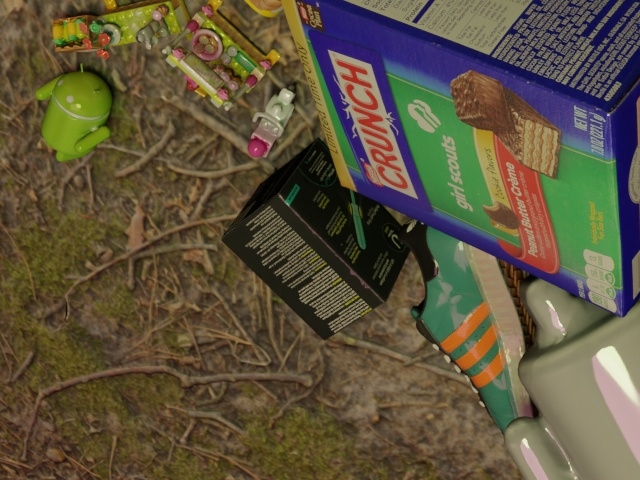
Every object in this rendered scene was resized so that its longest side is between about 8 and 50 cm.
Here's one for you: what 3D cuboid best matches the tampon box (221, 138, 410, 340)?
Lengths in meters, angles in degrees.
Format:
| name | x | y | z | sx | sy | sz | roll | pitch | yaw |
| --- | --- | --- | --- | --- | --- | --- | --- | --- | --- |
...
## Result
| name | x | y | z | sx | sy | sz | roll | pitch | yaw |
| --- | --- | --- | --- | --- | --- | --- | --- | --- | --- |
| tampon box | 0.000 | 0.000 | 1.180 | 0.161 | 0.120 | 0.101 | 46 | 128 | -11 |

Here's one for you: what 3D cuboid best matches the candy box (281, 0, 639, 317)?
| name | x | y | z | sx | sy | sz | roll | pitch | yaw |
| --- | --- | --- | --- | --- | --- | --- | --- | --- | --- |
| candy box | 0.139 | -0.109 | 0.925 | 0.317 | 0.122 | 0.268 | 29 | 157 | 33 |

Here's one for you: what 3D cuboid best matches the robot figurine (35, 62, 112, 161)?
| name | x | y | z | sx | sy | sz | roll | pitch | yaw |
| --- | --- | --- | --- | --- | --- | --- | --- | --- | --- |
| robot figurine | -0.274 | -0.142 | 1.236 | 0.101 | 0.067 | 0.115 | 53 | 135 | 22 |

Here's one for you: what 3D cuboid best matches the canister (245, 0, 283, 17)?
| name | x | y | z | sx | sy | sz | roll | pitch | yaw |
| --- | --- | --- | --- | --- | --- | --- | --- | --- | --- |
| canister | -0.026 | -0.300 | 1.009 | 0.126 | 0.073 | 0.170 | 46 | 130 | -11 |

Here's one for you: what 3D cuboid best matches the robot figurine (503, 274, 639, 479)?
| name | x | y | z | sx | sy | sz | roll | pitch | yaw |
| --- | --- | --- | --- | --- | --- | --- | --- | --- | --- |
| robot figurine | 0.331 | 0.166 | 1.066 | 0.300 | 0.200 | 0.353 | -31 | 87 | 8 |

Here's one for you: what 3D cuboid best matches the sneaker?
| name | x | y | z | sx | sy | sz | roll | pitch | yaw |
| --- | --- | --- | --- | --- | --- | --- | --- | --- | --- |
| sneaker | 0.171 | 0.095 | 1.190 | 0.121 | 0.108 | 0.302 | -7 | 112 | 29 |

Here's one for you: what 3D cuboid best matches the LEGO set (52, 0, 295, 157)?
| name | x | y | z | sx | sy | sz | roll | pitch | yaw |
| --- | --- | --- | --- | --- | --- | --- | --- | --- | --- |
| LEGO set | -0.163 | -0.185 | 1.129 | 0.287 | 0.107 | 0.132 | 25 | 130 | 6 |
